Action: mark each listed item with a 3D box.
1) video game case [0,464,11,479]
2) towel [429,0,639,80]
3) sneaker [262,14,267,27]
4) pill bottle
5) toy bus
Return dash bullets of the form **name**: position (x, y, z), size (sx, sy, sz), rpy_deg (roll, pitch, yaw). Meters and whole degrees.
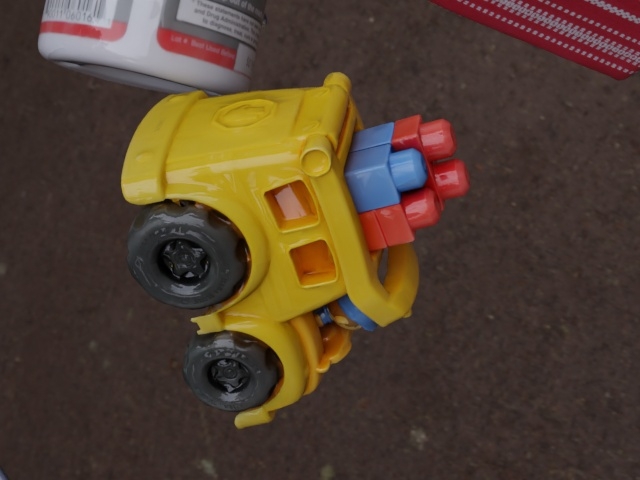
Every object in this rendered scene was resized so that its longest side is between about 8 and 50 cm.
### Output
- **video game case**: position (-0.398, 0.299, 1.007), size (0.274, 0.026, 0.196), rpy_deg (-35, 55, -18)
- **towel**: position (0.198, -0.210, 0.670), size (0.275, 0.199, 0.031), rpy_deg (-45, 34, 50)
- **sneaker**: position (-0.123, -0.245, 1.365), size (0.058, 0.135, 0.052), rpy_deg (65, 158, 16)
- **pill bottle**: position (-0.105, -0.257, 0.837), size (0.161, 0.161, 0.283), rpy_deg (14, 93, 51)
- **toy bus**: position (0.000, 0.000, 0.754), size (0.211, 0.220, 0.149), rpy_deg (-11, 30, 14)
